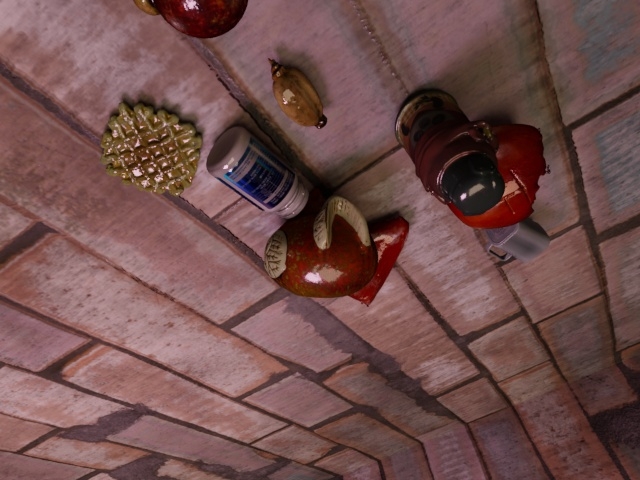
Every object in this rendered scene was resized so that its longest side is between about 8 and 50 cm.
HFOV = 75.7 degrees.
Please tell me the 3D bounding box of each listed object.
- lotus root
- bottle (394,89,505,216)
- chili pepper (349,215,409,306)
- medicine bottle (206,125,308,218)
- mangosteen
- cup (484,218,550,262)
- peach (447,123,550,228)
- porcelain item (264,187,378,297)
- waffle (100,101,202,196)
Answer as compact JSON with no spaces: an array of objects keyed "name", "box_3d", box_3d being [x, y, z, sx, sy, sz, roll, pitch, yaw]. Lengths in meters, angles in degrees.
[{"name":"lotus root","box_3d":[-0.044,-0.252,0.718,0.072,0.063,0.152,-54,128,-14]},{"name":"bottle","box_3d":[0.236,-0.158,0.727,0.143,0.271,0.156,-6,133,-8]},{"name":"chili pepper","box_3d":[0.116,0.036,1.013,0.144,0.136,0.252,35,115,15]},{"name":"medicine bottle","box_3d":[-0.114,-0.122,0.793,0.107,0.107,0.191,-37,130,21]},{"name":"mangosteen","box_3d":[-0.183,-0.361,0.552,0.145,0.181,0.156,-55,156,-18]},{"name":"cup","box_3d":[0.492,-0.003,1.060,0.130,0.095,0.128,22,127,-26]},{"name":"peach","box_3d":[0.368,-0.131,0.847,0.226,0.196,0.190,-45,160,29]},{"name":"porcelain item","box_3d":[0.000,0.000,0.872,0.253,0.252,0.252,-7,134,-7]},{"name":"waffle","box_3d":[-0.311,-0.162,0.760,0.169,0.036,0.183,15,127,-23]}]
